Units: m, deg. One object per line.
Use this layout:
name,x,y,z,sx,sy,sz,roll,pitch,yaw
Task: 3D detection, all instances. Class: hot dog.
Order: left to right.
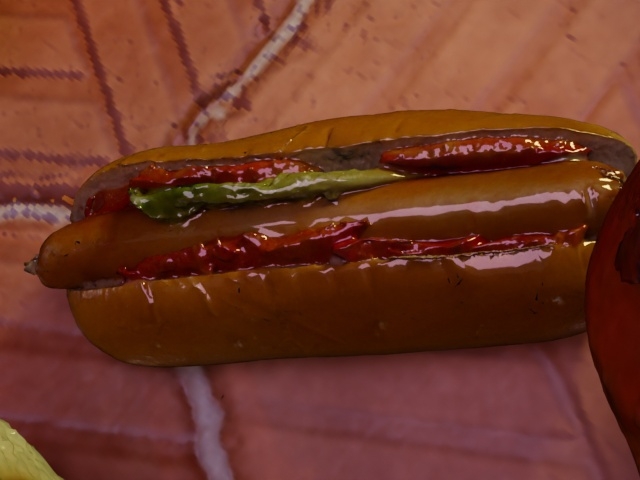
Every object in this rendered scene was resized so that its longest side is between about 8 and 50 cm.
hot dog,0.000,0.000,0.519,0.236,0.062,0.092,-8,78,13

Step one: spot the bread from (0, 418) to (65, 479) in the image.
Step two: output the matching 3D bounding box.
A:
bread,-0.201,0.218,0.466,0.338,0.155,0.187,-37,82,2

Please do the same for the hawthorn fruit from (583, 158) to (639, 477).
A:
hawthorn fruit,0.225,-0.001,0.395,0.299,0.211,0.211,-33,71,-4
